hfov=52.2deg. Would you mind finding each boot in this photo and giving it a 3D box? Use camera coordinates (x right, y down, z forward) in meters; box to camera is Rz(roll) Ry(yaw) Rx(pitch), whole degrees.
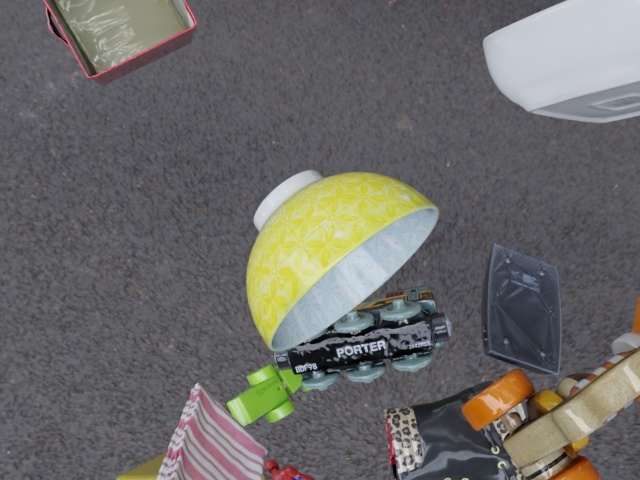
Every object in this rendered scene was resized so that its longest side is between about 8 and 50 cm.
[{"bbox_3d":[0.293,0.484,1.328,0.284,0.138,0.377,-9,89,-3],"label":"boot"}]

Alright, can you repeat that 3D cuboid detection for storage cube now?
[{"bbox_3d":[-0.330,-0.378,1.061,0.215,0.193,0.183,-29,104,-6],"label":"storage cube"}]

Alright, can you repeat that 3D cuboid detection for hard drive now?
[{"bbox_3d":[0.408,0.142,1.338,0.172,0.054,0.254,19,56,-11],"label":"hard drive"}]

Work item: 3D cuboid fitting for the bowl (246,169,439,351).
[{"bbox_3d":[0.000,0.000,0.880,0.289,0.289,0.156,-39,73,-6],"label":"bowl"}]

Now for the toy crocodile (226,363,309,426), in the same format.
[{"bbox_3d":[-0.089,0.322,1.489,0.105,0.340,0.115,-31,89,38],"label":"toy crocodile"}]

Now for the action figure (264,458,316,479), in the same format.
[{"bbox_3d":[-0.015,0.577,1.396,0.091,0.139,0.280,-47,64,0],"label":"action figure"}]

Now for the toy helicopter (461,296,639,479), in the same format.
[{"bbox_3d":[0.329,0.132,0.667,0.235,0.355,0.140,-17,64,-38],"label":"toy helicopter"}]

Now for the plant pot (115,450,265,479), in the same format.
[{"bbox_3d":[-0.206,0.484,1.189,0.187,0.212,0.212,-21,85,38],"label":"plant pot"}]

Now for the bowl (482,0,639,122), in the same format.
[{"bbox_3d":[0.194,-0.113,0.419,0.142,0.142,0.053,-2,88,-36],"label":"bowl"}]

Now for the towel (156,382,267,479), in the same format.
[{"bbox_3d":[-0.123,0.279,0.801,0.029,0.197,0.144,-34,109,18],"label":"towel"}]

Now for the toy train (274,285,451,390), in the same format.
[{"bbox_3d":[0.081,0.179,1.243,0.334,0.190,0.142,-13,100,11],"label":"toy train"}]
